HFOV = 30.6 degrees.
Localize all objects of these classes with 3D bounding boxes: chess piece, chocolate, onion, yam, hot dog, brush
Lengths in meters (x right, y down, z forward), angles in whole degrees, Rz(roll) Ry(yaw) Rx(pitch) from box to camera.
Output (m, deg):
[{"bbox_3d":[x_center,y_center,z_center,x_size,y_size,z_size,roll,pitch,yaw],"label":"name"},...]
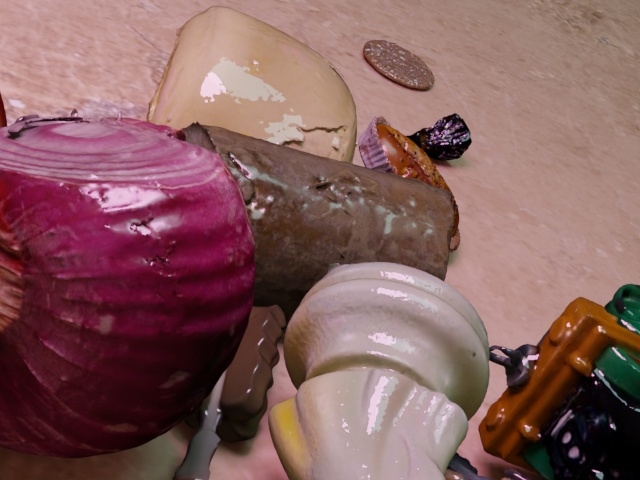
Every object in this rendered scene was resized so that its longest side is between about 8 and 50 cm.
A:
[{"bbox_3d":[0.027,0.165,0.873,0.175,0.176,0.298,26,39,-4],"label":"chess piece"},{"bbox_3d":[0.127,-0.121,1.481,0.072,0.070,0.147,15,19,36],"label":"chocolate"},{"bbox_3d":[-0.169,0.039,0.822,0.230,0.256,0.272,32,49,17],"label":"onion"},{"bbox_3d":[0.000,0.000,1.104,0.304,0.168,0.168,14,34,-22],"label":"yam"},{"bbox_3d":[0.104,-0.061,1.302,0.192,0.053,0.099,53,24,-31],"label":"hot dog"},{"bbox_3d":[-0.088,0.153,0.917,0.084,0.071,0.301,12,37,0],"label":"brush"}]

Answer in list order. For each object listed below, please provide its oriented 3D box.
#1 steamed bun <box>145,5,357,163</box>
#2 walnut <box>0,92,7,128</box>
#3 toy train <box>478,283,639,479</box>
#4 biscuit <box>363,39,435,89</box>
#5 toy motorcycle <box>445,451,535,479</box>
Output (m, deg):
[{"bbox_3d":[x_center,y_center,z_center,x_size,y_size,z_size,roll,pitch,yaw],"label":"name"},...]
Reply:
[{"bbox_3d":[-0.063,-0.144,1.261,0.232,0.166,0.273,22,32,-8],"label":"steamed bun"},{"bbox_3d":[-0.373,-0.076,0.828,0.221,0.244,0.269,20,36,26],"label":"walnut"},{"bbox_3d":[0.333,0.205,1.035,0.429,0.178,0.249,25,25,-15],"label":"toy train"},{"bbox_3d":[0.115,-0.258,1.710,0.120,0.015,0.120,21,32,-14],"label":"biscuit"},{"bbox_3d":[0.138,0.244,0.931,0.229,0.094,0.129,36,35,32],"label":"toy motorcycle"}]
